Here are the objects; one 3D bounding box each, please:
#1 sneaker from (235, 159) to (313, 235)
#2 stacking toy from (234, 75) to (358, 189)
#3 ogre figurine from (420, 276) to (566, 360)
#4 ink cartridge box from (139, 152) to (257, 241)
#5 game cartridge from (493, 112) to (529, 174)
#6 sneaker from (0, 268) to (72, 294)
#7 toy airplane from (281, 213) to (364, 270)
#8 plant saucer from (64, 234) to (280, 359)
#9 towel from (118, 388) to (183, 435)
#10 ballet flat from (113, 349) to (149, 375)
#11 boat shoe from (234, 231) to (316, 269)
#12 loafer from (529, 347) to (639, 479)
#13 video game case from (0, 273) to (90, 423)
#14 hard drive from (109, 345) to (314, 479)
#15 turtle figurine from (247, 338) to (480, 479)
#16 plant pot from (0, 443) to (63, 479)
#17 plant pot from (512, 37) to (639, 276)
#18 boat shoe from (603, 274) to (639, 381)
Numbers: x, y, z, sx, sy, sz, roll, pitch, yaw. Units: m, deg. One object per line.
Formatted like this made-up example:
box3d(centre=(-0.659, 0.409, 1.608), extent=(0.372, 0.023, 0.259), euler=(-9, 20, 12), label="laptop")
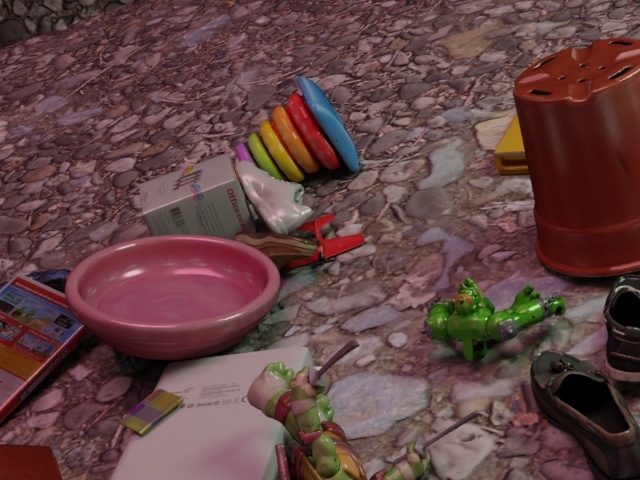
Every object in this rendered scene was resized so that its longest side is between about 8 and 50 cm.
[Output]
box3d(centre=(-0.078, -0.082, 2.172), extent=(0.094, 0.080, 0.212), euler=(-30, 44, -5), label="sneaker")
box3d(centre=(-0.093, -0.150, 2.300), extent=(0.302, 0.175, 0.165), euler=(-32, 32, 6), label="stacking toy")
box3d(centre=(0.225, 0.106, 1.700), extent=(0.197, 0.096, 0.118), euler=(18, 26, 27), label="ogre figurine")
box3d(centre=(-0.216, -0.053, 2.198), extent=(0.176, 0.128, 0.127), euler=(-19, 29, 0), label="ink cartridge box")
box3d(centre=(0.480, -0.221, 2.139), extent=(0.285, 0.052, 0.323), euler=(-2, 32, 30), label="game cartridge")
box3d(centre=(-0.530, 0.102, 2.200), extent=(0.221, 0.083, 0.087), euler=(-11, 21, 1), label="sneaker")
box3d(centre=(0.000, 0.000, 2.077), extent=(0.151, 0.028, 0.151), euler=(-16, 29, 10), label="toy airplane")
box3d(centre=(-0.228, 0.092, 1.934), extent=(0.332, 0.084, 0.332), euler=(0, 24, 0), label="plant saucer")
box3d(centre=(-0.237, 0.240, 1.742), extent=(0.060, 0.009, 0.083), euler=(14, 45, 45), label="towel")
box3d(centre=(-0.312, 0.145, 1.989), extent=(0.070, 0.070, 0.188), euler=(-25, 29, -9), label="ballet flat")
box3d(centre=(-0.076, 0.027, 2.046), extent=(0.068, 0.072, 0.190), euler=(15, -8, -36), label="boat shoe")
box3d(centre=(0.325, 0.193, 1.489), extent=(0.096, 0.084, 0.267), euler=(-21, 29, -5), label="loafer")
box3d(centre=(-0.521, 0.184, 2.019), extent=(0.204, 0.025, 0.285), euler=(20, 54, 32), label="video game case")
box3d(centre=(-0.157, 0.281, 1.681), extent=(0.233, 0.047, 0.353), euler=(-9, 31, 20), label="hard drive")
box3d(centre=(0.040, 0.218, 1.521), extent=(0.198, 0.274, 0.266), euler=(5, 13, -28), label="turtle figurine")
box3d(centre=(-0.396, 0.390, 1.453), extent=(0.236, 0.267, 0.267), euler=(-16, 27, -16), label="plant pot")
box3d(centre=(0.407, -0.131, 1.779), extent=(0.272, 0.265, 0.272), euler=(-18, 24, 8), label="plant pot")
box3d(centre=(0.407, 0.094, 1.600), extent=(0.084, 0.079, 0.233), euler=(-1, 23, 16), label="boat shoe")
